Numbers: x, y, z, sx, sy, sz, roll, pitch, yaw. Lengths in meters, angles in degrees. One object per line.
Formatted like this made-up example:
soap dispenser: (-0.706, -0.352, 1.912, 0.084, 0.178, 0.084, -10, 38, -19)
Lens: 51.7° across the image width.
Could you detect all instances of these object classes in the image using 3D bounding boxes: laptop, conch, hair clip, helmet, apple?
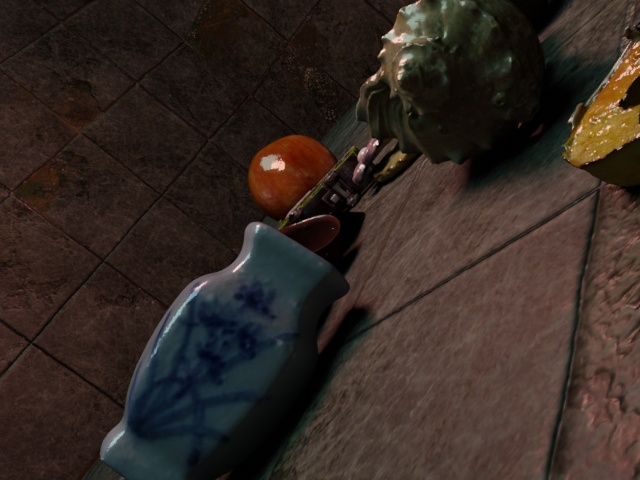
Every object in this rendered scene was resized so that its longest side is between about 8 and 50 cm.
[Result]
laptop: (0.000, 0.000, 1.453, 0.197, 0.016, 0.135, -46, -24, 26)
conch: (0.208, -0.210, 0.963, 0.297, 0.352, 0.210, -27, 68, 45)
hair clip: (0.145, -0.237, 1.511, 0.257, 0.075, 0.146, -52, 12, 27)
helmet: (-0.027, 0.032, 1.332, 0.175, 0.106, 0.155, -6, 31, 25)
apple: (-0.095, -0.204, 2.128, 0.301, 0.301, 0.301, -50, 10, 11)

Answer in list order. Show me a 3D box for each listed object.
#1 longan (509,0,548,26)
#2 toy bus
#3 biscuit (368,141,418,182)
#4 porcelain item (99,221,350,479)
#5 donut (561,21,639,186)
longan: (0.357, -0.485, 1.306, 0.198, 0.198, 0.212, -55, -5, -23)
toy bus: (0.022, -0.107, 1.708, 0.302, 0.113, 0.139, -44, 11, 23)
biscuit: (0.210, -0.228, 1.470, 0.273, 0.036, 0.187, -49, 9, 13)
porcelain item: (-0.141, 0.181, 0.985, 0.405, 0.242, 0.178, -56, -9, -13)
donut: (0.293, -0.124, 0.582, 0.181, 0.078, 0.146, -58, 9, -3)
